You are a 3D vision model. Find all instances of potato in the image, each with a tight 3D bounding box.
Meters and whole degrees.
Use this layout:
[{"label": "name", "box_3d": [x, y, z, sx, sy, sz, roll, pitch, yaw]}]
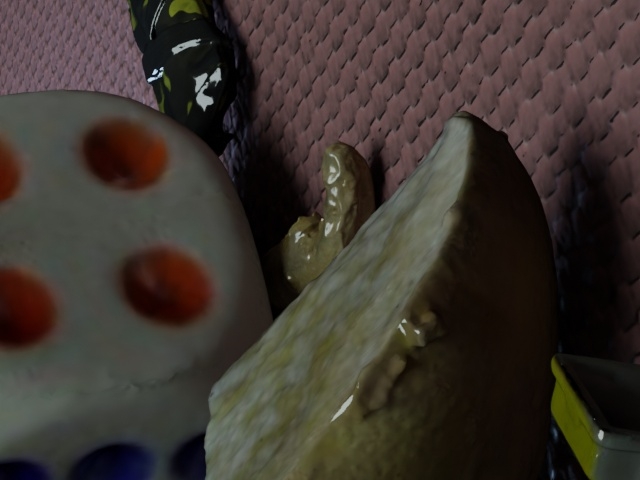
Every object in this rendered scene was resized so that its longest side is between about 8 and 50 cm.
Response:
[{"label": "potato", "box_3d": [0.076, 0.101, 0.989, 0.264, 0.189, 0.211, -49, 18, 14]}]

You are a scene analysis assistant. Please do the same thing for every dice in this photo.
[{"label": "dice", "box_3d": [-0.193, 0.087, 1.392, 0.304, 0.277, 0.304, 102, 156, -48]}]

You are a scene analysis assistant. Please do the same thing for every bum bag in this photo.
[{"label": "bum bag", "box_3d": [-0.118, -0.175, 1.514, 0.106, 0.060, 0.232, -52, 48, 41]}]

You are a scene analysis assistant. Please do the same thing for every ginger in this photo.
[{"label": "ginger", "box_3d": [0.002, 0.002, 1.296, 0.173, 0.051, 0.069, -55, 50, 45]}]

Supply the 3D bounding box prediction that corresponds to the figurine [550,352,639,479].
[{"label": "figurine", "box_3d": [0.174, 0.217, 0.807, 0.342, 0.167, 0.285, 44, 128, 50]}]
